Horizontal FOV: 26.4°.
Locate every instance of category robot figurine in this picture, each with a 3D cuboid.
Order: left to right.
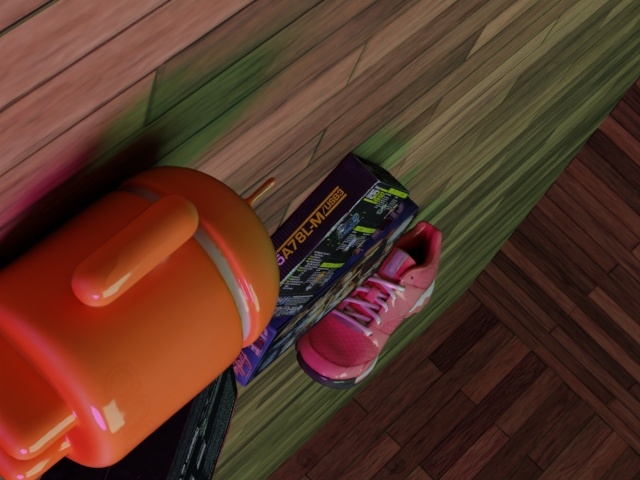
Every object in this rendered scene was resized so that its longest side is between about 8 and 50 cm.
[{"bbox_3d":[-0.113,0.042,0.785,0.219,0.128,0.158,-40,130,-29],"label":"robot figurine"}]

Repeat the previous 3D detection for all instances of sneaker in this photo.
[{"bbox_3d":[0.069,0.072,1.833,0.314,0.116,0.136,-46,163,-45],"label":"sneaker"}]

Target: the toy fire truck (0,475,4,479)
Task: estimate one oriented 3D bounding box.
[{"bbox_3d":[-0.267,0.261,0.852,0.246,0.217,0.158,-60,172,-2],"label":"toy fire truck"}]

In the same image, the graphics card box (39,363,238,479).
[{"bbox_3d":[-0.146,0.190,1.106,0.371,0.094,0.232,100,8,-76],"label":"graphics card box"}]

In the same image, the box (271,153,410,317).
[{"bbox_3d":[0.000,0.000,1.348,0.184,0.045,0.191,-49,169,8],"label":"box"}]

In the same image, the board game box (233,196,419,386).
[{"bbox_3d":[-0.001,0.053,1.567,0.243,0.042,0.165,-40,169,-29],"label":"board game box"}]
